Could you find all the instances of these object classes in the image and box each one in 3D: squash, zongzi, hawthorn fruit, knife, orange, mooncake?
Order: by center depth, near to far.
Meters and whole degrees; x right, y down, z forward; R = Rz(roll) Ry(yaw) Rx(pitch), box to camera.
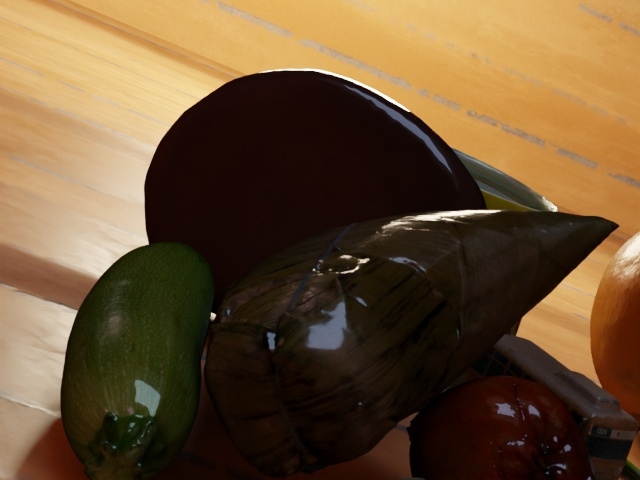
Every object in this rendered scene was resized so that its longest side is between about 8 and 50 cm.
[{"bbox_3d":[-0.139,0.086,1.089,0.107,0.107,0.395,23,16,-9],"label":"squash"},{"bbox_3d":[0.091,0.056,1.108,0.360,0.160,0.323,-16,9,0],"label":"zongzi"},{"bbox_3d":[0.129,0.181,1.153,0.148,0.148,0.172,17,-16,-32],"label":"hawthorn fruit"},{"bbox_3d":[0.000,0.000,1.383,0.325,0.334,0.174,-8,-6,7],"label":"mooncake"},{"bbox_3d":[0.342,0.253,1.517,0.026,0.022,0.184,-16,37,-32],"label":"knife"},{"bbox_3d":[0.469,0.113,1.692,0.312,0.312,0.312,24,12,-6],"label":"orange"}]

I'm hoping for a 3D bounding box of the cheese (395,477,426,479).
[{"bbox_3d":[0.092,0.235,0.956,0.175,0.091,0.202,13,17,-48],"label":"cheese"}]

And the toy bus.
[{"bbox_3d":[0.228,0.173,1.436,0.091,0.103,0.182,13,17,-41],"label":"toy bus"}]

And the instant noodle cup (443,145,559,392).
[{"bbox_3d":[0.116,0.016,1.600,0.311,0.222,0.311,23,13,-5],"label":"instant noodle cup"}]
